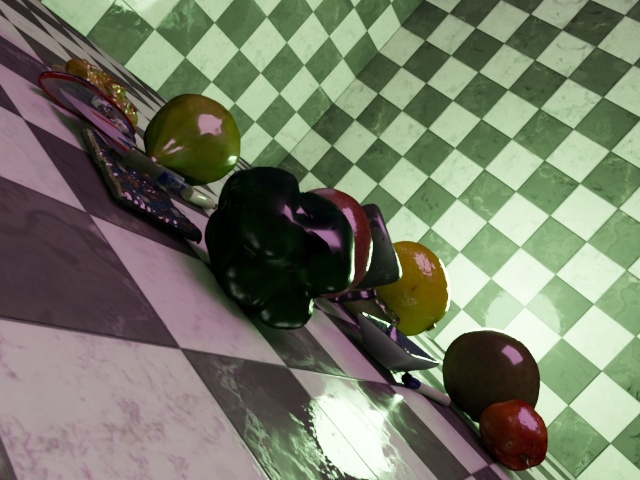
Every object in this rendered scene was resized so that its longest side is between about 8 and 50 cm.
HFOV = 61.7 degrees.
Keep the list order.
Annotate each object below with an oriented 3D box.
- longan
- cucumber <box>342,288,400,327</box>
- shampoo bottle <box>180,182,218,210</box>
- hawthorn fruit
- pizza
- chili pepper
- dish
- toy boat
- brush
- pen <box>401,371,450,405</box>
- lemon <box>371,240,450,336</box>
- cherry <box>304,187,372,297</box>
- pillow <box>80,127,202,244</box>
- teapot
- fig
[{"bbox_3d":[0.537,0.434,1.690,0.319,0.319,0.319,42,4,-4],"label":"longan"},{"bbox_3d":[0.117,0.180,1.698,0.325,0.105,0.145,42,4,28],"label":"cucumber"},{"bbox_3d":[-0.283,-0.097,1.275,0.049,0.034,0.141,36,1,24],"label":"shampoo bottle"},{"bbox_3d":[0.528,0.540,1.449,0.179,0.179,0.200,40,25,-20],"label":"hawthorn fruit"},{"bbox_3d":[-0.541,-0.369,1.329,0.223,0.089,0.323,44,3,-21],"label":"pizza"},{"bbox_3d":[-0.070,0.016,0.908,0.248,0.233,0.257,23,18,-21],"label":"chili pepper"},{"bbox_3d":[0.187,0.282,1.381,0.181,0.080,0.243,37,4,32],"label":"dish"},{"bbox_3d":[-0.443,-0.242,1.037,0.219,0.072,0.318,37,7,-31],"label":"toy boat"},{"bbox_3d":[-0.299,-0.121,0.978,0.030,0.033,0.178,57,7,17],"label":"brush"},{"bbox_3d":[0.291,0.406,1.450,0.269,0.033,0.033,37,7,-45],"label":"pen"},{"bbox_3d":[0.295,0.170,1.897,0.348,0.348,0.348,42,4,-4],"label":"lemon"},{"bbox_3d":[0.000,0.000,1.261,0.261,0.308,0.221,21,-33,15],"label":"cherry"},{"bbox_3d":[-0.320,-0.094,0.954,0.255,0.034,0.189,44,2,40],"label":"pillow"},{"bbox_3d":[0.065,0.053,1.493,0.305,0.284,0.224,52,20,-73],"label":"teapot"},{"bbox_3d":[-0.297,-0.206,1.249,0.233,0.233,0.314,39,24,-34],"label":"fig"}]
